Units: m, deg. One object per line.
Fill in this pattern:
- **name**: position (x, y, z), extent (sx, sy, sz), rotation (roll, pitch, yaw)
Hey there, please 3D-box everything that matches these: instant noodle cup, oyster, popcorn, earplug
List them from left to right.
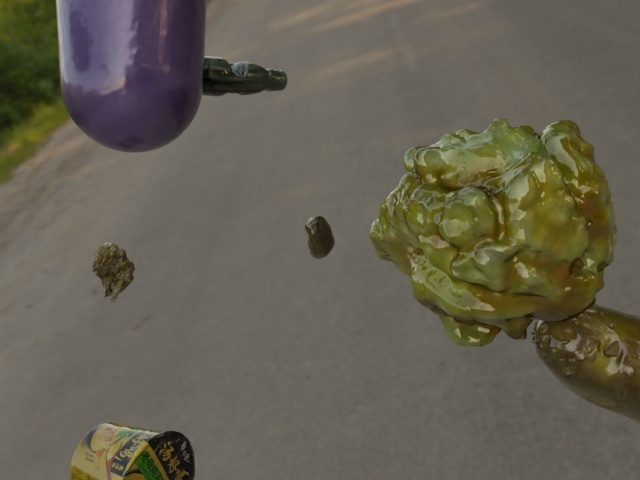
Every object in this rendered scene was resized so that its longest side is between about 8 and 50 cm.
- **oyster**: position (-0.273, 0.045, 1.310), extent (0.038, 0.080, 0.083), rotation (18, 5, 13)
- **instant noodle cup**: position (-0.267, 0.327, 1.400), extent (0.122, 0.151, 0.151), rotation (10, 36, 36)
- **earplug**: position (-0.235, -0.331, 1.234), extent (0.215, 0.455, 0.215), rotation (-2, -13, -1)
- **popcorn**: position (0.221, -0.022, 1.249), extent (0.279, 0.274, 0.335), rotation (-37, 5, -4)

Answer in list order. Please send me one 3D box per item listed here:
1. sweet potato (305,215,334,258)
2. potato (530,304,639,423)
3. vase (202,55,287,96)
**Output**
- **sweet potato**: position (-0.001, -0.006, 1.367), extent (0.038, 0.041, 0.153), rotation (-10, -17, 1)
- **potato**: position (0.410, 0.166, 1.370), extent (0.192, 0.296, 0.141), rotation (30, 97, 55)
- **vase**: position (-0.147, -0.247, 1.511), extent (0.211, 0.060, 0.060), rotation (0, 5, -28)
